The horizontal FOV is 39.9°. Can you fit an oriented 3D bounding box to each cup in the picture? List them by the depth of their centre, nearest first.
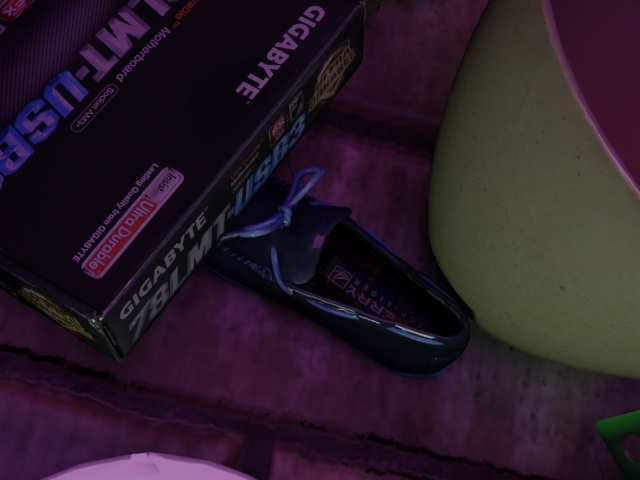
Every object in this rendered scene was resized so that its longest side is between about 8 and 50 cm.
[{"bbox_3d":[0.206,-0.041,0.601,0.331,0.237,0.331,14,59,-24],"label":"cup"}]

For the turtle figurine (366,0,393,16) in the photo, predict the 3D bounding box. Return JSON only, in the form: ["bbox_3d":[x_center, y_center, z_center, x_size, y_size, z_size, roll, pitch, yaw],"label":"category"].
[{"bbox_3d":[-0.014,-0.335,0.709,0.266,0.275,0.198,-1,36,-9],"label":"turtle figurine"}]

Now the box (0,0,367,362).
[{"bbox_3d":[-0.166,-0.110,0.612,0.293,0.073,0.295,28,65,18],"label":"box"}]

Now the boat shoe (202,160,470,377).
[{"bbox_3d":[0.000,0.000,0.638,0.258,0.089,0.109,27,66,-2],"label":"boat shoe"}]

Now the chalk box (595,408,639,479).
[{"bbox_3d":[0.248,0.218,0.590,0.132,0.132,0.213,-10,74,-16],"label":"chalk box"}]

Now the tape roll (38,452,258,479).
[{"bbox_3d":[-0.105,0.272,0.507,0.286,0.100,0.286,5,69,-12],"label":"tape roll"}]
